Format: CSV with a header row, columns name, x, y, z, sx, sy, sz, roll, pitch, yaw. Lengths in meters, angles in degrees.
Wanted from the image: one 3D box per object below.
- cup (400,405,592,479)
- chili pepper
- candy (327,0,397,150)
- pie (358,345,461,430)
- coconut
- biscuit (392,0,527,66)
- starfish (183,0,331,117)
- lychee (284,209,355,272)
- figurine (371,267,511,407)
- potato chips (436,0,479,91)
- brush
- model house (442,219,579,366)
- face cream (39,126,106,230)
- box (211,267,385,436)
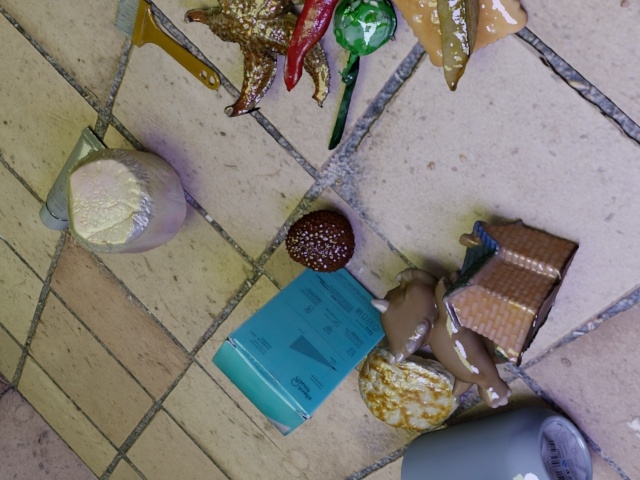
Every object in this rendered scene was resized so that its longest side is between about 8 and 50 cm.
name,x,y,z,sx,sy,sz,roll,pitch,yaw
cup,0.322,0.425,1.324,0.205,0.205,0.312,53,136,-4
chili pepper,-0.014,-0.334,1.101,0.059,0.051,0.268,60,138,31
candy,0.046,-0.260,1.180,0.097,0.097,0.323,35,143,16
pie,0.175,0.288,1.427,0.205,0.084,0.178,14,124,12
coconut,-0.416,-0.082,1.567,0.239,0.244,0.239,0,92,10
biscuit,0.159,-0.365,0.994,0.160,0.030,0.249,-18,120,39
starfish,-0.123,-0.353,1.225,0.312,0.113,0.303,21,129,24
lychee,-0.001,0.003,1.360,0.123,0.129,0.123,161,90,-80
figurine,0.199,0.169,1.267,0.173,0.177,0.247,-30,106,28
potato chips,0.144,-0.381,0.919,0.080,0.057,0.407,-7,126,28
brush,-0.298,-0.381,1.415,0.272,0.013,0.103,39,136,10
model house,0.276,0.072,1.133,0.172,0.183,0.166,27,131,20
face cream,-0.599,-0.134,1.786,0.143,0.089,0.314,51,129,0
box,-0.026,0.188,1.365,0.205,0.311,0.118,43,138,7
